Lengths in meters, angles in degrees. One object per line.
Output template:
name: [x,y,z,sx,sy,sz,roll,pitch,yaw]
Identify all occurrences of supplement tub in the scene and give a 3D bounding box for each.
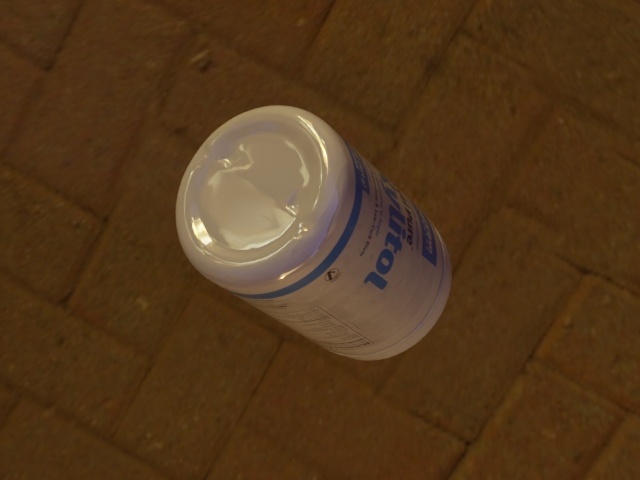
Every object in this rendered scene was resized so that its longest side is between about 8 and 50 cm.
supplement tub: [0.000,0.000,0.489,0.071,0.107,0.071,-10,67,25]
